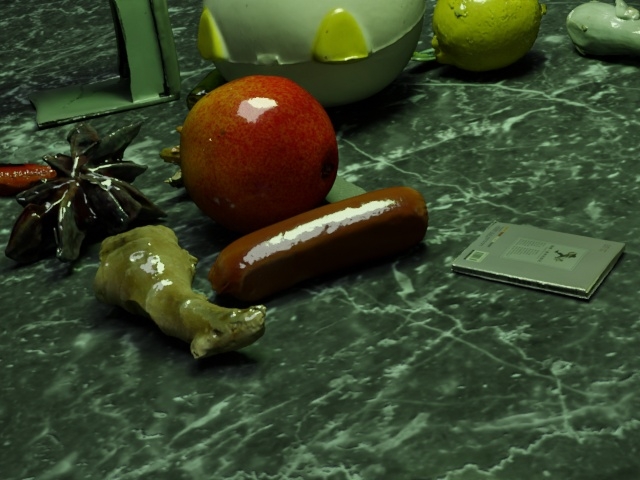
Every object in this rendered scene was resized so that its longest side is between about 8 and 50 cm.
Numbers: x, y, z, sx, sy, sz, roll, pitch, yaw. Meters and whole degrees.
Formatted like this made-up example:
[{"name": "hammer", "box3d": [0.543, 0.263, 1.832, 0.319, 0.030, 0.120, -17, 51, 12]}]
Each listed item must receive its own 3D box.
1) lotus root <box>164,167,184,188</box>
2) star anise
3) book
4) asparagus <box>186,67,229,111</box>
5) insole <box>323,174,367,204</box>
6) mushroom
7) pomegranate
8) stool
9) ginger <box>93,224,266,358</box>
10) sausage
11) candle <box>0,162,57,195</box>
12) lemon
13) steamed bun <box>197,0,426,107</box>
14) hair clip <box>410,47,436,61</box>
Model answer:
[{"name": "lotus root", "box3d": [-0.162, -0.105, 1.761, 0.152, 0.063, 0.072, -17, 39, -23]}, {"name": "star anise", "box3d": [-0.334, -0.063, 1.676, 0.212, 0.129, 0.282, -13, 37, 5]}, {"name": "book", "box3d": [0.269, 0.021, 1.466, 0.182, 0.014, 0.127, 12, 34, 32]}, {"name": "asparagus", "box3d": [-0.162, -0.289, 2.105, 0.067, 0.060, 0.277, -23, 20, 30]}, {"name": "insole", "box3d": [0.020, -0.075, 1.710, 0.063, 0.010, 0.192, -18, 29, -20]}, {"name": "mushroom", "box3d": [0.530, -0.340, 1.987, 0.278, 0.096, 0.099, 23, 86, 42]}, {"name": "pomegranate", "box3d": [-0.100, -0.118, 1.623, 0.257, 0.221, 0.221, 0, 29, 29]}, {"name": "stool", "box3d": [-0.403, -0.362, 2.103, 0.270, 0.243, 0.170, -14, 29, -12]}, {"name": "ginger", "box3d": [-0.167, 0.063, 1.433, 0.131, 0.086, 0.294, -34, 41, -31]}, {"name": "sausage", "box3d": [0.000, 0.000, 1.502, 0.300, 0.083, 0.089, -18, 43, -16]}, {"name": "candle", "box3d": [-0.446, -0.094, 1.844, 0.162, 0.048, 0.053, -1, 64, 13]}, {"name": "lemon", "box3d": [0.279, -0.370, 2.021, 0.206, 0.173, 0.173, -33, 29, 3]}, {"name": "steamed bun", "box3d": [-0.014, -0.372, 1.957, 0.374, 0.334, 0.334, 2, 29, 29]}, {"name": "hair clip", "box3d": [0.225, -0.344, 2.127, 0.060, 0.033, 0.188, 21, 37, 39]}]
